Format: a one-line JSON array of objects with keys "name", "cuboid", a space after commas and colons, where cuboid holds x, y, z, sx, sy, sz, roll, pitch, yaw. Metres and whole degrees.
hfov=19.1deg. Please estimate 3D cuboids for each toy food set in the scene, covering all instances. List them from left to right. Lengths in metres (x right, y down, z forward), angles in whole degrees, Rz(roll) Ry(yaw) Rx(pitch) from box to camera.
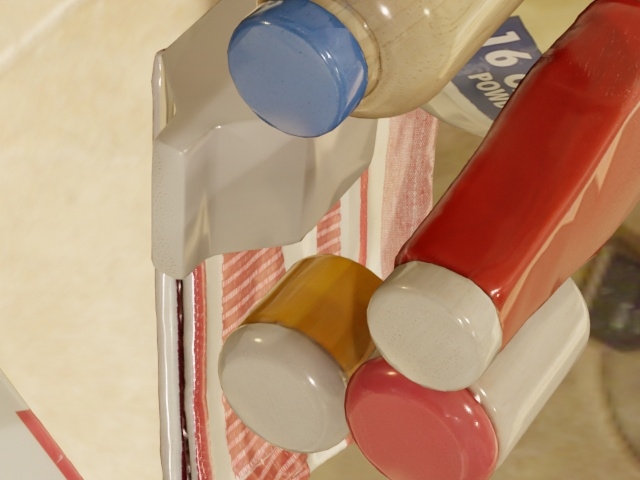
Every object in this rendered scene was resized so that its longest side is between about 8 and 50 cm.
[{"name": "toy food set", "cuboid": [0.003, -0.014, 0.395, 0.111, 0.232, 0.104, 26, 47, 19]}]

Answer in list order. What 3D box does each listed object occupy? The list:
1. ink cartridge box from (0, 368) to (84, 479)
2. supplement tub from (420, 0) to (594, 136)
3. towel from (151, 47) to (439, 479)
[{"name": "ink cartridge box", "cuboid": [-0.364, 0.183, 1.562, 0.160, 0.384, 0.279, -44, 109, -25]}, {"name": "supplement tub", "cuboid": [0.165, -0.155, 0.539, 0.316, 0.228, 0.228, -6, 86, 33]}, {"name": "towel", "cuboid": [0.000, 0.000, 0.991, 0.037, 0.329, 0.237, 3, 102, 21]}]
